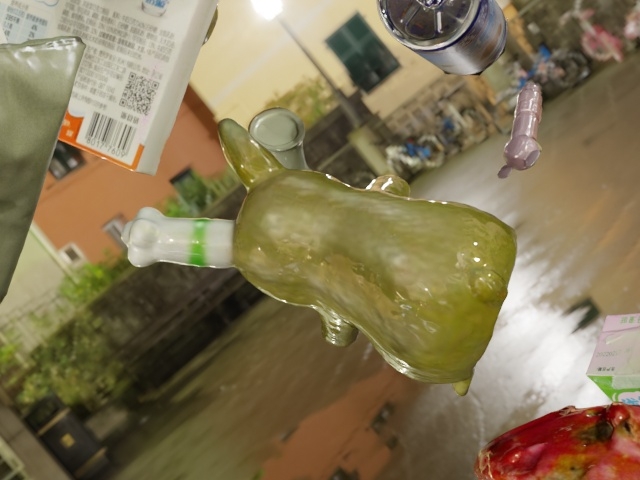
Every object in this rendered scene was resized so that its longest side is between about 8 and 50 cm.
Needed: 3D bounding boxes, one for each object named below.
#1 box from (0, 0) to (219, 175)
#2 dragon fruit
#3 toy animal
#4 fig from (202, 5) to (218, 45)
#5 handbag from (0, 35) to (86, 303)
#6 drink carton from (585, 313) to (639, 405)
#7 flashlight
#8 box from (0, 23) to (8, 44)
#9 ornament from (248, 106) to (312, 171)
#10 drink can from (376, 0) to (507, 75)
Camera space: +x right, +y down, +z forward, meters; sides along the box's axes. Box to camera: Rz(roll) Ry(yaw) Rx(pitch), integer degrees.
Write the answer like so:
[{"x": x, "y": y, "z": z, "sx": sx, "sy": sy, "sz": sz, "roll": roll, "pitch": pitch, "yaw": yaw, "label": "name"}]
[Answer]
[{"x": -0.251, "y": -0.238, "z": 1.138, "sx": 0.048, "sy": 0.273, "sz": 0.265, "roll": 9, "pitch": -76, "yaw": -67, "label": "box"}, {"x": 0.187, "y": 0.166, "z": 0.655, "sx": 0.163, "sy": 0.189, "sz": 0.262, "roll": -64, "pitch": -19, "yaw": -14, "label": "dragon fruit"}, {"x": 0.012, "y": 0.005, "z": 1.002, "sx": 0.181, "sy": 0.363, "sz": 0.180, "roll": -68, "pitch": -20, "yaw": -2, "label": "toy animal"}, {"x": -0.205, "y": -0.316, "z": 1.429, "sx": 0.136, "sy": 0.153, "sz": 0.121, "roll": 27, "pitch": 70, "yaw": 41, "label": "fig"}, {"x": -0.333, "y": -0.023, "z": 0.828, "sx": 0.253, "sy": 0.109, "sz": 0.316, "roll": -17, "pitch": -33, "yaw": -49, "label": "handbag"}, {"x": 0.500, "y": 0.211, "z": 1.402, "sx": 0.161, "sy": 0.271, "sz": 0.108, "roll": -10, "pitch": 45, "yaw": 51, "label": "drink carton"}, {"x": 0.199, "y": -0.105, "z": 1.015, "sx": 0.052, "sy": 0.031, "sz": 0.110, "roll": -27, "pitch": 36, "yaw": 45, "label": "flashlight"}, {"x": -0.436, "y": -0.195, "z": 0.957, "sx": 0.260, "sy": 0.195, "sz": 0.111, "roll": -22, "pitch": 3, "yaw": -32, "label": "box"}, {"x": -0.035, "y": -0.068, "z": 1.187, "sx": 0.081, "sy": 0.075, "sz": 0.156, "roll": -31, "pitch": -41, "yaw": -15, "label": "ornament"}, {"x": 0.125, "y": -0.218, "z": 1.025, "sx": 0.097, "sy": 0.097, "sz": 0.235, "roll": -38, "pitch": -7, "yaw": 14, "label": "drink can"}]
